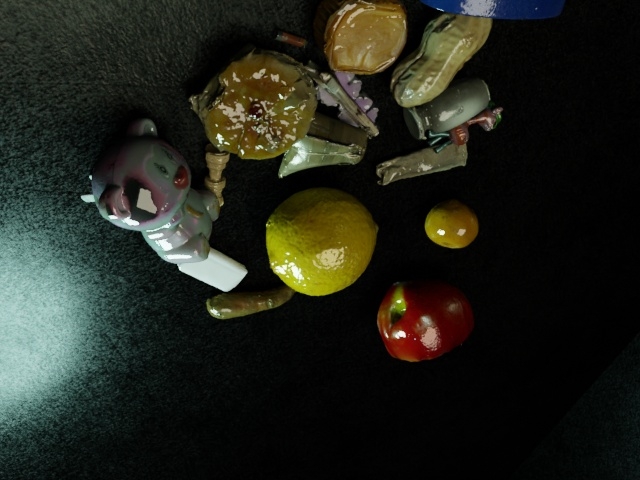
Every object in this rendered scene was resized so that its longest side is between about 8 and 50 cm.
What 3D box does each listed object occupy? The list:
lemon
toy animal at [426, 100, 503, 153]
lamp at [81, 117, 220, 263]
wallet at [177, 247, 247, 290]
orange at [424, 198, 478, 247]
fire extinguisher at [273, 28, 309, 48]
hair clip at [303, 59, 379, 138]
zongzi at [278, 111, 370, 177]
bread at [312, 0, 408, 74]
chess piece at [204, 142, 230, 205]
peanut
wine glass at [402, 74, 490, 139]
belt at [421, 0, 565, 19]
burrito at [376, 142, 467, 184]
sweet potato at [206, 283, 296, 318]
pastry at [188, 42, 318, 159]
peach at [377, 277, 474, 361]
[{"bbox_3d":[-0.001,0.001,1.653,0.293,0.293,0.293,-16,134,-17],"label":"lemon"},{"bbox_3d":[0.372,-0.307,1.733,0.208,0.100,0.103,-28,96,-4],"label":"toy animal"},{"bbox_3d":[-0.370,-0.091,1.422,0.247,0.247,0.301,0,149,21],"label":"lamp"},{"bbox_3d":[-0.277,0.071,1.721,0.095,0.033,0.190,-43,135,13],"label":"wallet"},{"bbox_3d":[0.380,-0.048,1.914,0.155,0.155,0.134,21,81,-40],"label":"orange"},{"bbox_3d":[-0.060,-0.431,1.413,0.083,0.022,0.028,6,94,-34],"label":"fire extinguisher"},{"bbox_3d":[0.061,-0.328,1.538,0.106,0.084,0.292,-45,140,6],"label":"hair clip"},{"bbox_3d":[0.001,-0.203,1.574,0.194,0.099,0.197,16,131,-5],"label":"zongzi"},{"bbox_3d":[0.083,-0.455,1.417,0.199,0.104,0.199,-14,136,-14],"label":"bread"},{"bbox_3d":[-0.245,-0.140,1.539,0.060,0.060,0.172,-7,131,-25],"label":"chess piece"},{"bbox_3d":[0.275,-0.430,1.532,0.130,0.130,0.290,24,112,-41],"label":"peanut"},{"bbox_3d":[0.311,-0.331,1.648,0.204,0.111,0.111,-25,136,-7],"label":"wine glass"},{"bbox_3d":[0.373,-0.559,1.414,0.347,0.212,0.117,-7,129,-20],"label":"belt"},{"bbox_3d":[0.269,-0.204,1.775,0.275,0.059,0.082,-18,122,-17],"label":"burrito"},{"bbox_3d":[-0.183,0.167,1.834,0.273,0.075,0.075,-9,131,-27],"label":"sweet potato"},{"bbox_3d":[-0.132,-0.278,1.399,0.257,0.121,0.236,-39,120,18],"label":"pastry"},{"bbox_3d":[0.339,0.257,2.078,0.338,0.281,0.281,25,113,-41],"label":"peach"}]
